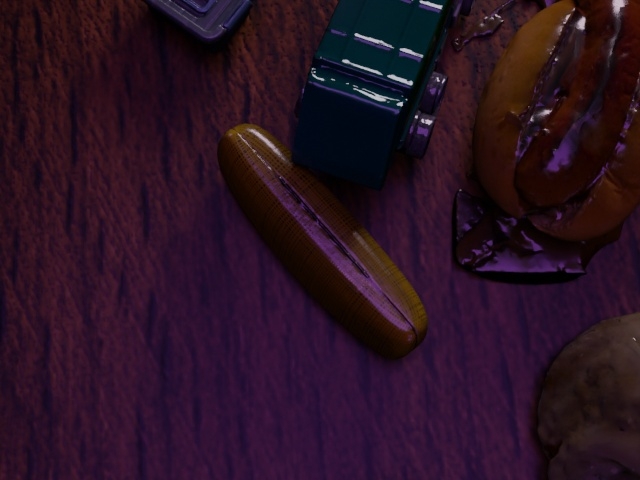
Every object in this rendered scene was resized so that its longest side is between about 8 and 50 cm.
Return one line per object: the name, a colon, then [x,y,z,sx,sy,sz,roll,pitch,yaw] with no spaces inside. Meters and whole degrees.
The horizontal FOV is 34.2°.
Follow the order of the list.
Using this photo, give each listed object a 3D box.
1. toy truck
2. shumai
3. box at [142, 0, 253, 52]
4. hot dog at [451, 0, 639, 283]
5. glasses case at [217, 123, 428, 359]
toy truck: [0.057,-0.163,0.853,0.114,0.124,0.253,20,71,7]
shumai: [0.268,0.140,0.791,0.201,0.120,0.201,-2,72,6]
box: [-0.109,-0.213,0.912,0.099,0.054,0.074,36,77,7]
hot dog: [0.208,-0.130,0.869,0.194,0.107,0.326,6,76,1]
glasses case: [0.000,0.000,0.851,0.064,0.079,0.234,-38,79,-15]
